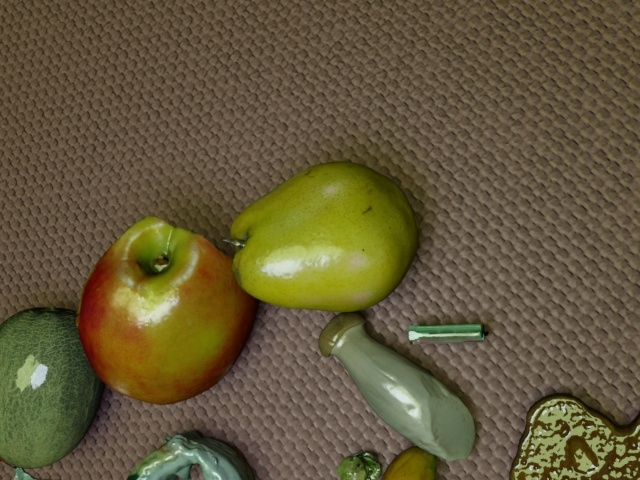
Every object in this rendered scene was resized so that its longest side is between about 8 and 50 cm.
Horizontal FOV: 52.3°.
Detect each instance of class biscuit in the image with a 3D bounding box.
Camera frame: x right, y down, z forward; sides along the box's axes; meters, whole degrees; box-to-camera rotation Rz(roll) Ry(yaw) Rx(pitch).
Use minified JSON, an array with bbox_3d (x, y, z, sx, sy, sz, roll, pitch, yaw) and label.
[{"bbox_3d":[0.485,0.443,1.120,0.359,0.074,0.380,-25,78,12],"label":"biscuit"}]

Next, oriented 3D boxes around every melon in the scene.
[{"bbox_3d":[-0.563,0.292,1.321,0.249,0.248,0.328,12,93,16],"label":"melon"}]

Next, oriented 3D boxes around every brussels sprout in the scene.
[{"bbox_3d":[0.075,0.438,1.240,0.085,0.058,0.085,0,77,-1],"label":"brussels sprout"}]

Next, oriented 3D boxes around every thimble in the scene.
[{"bbox_3d":[-0.253,0.514,1.247,0.255,0.167,0.287,-3,77,3],"label":"thimble"}]

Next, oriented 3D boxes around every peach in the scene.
[{"bbox_3d":[-0.273,0.166,1.232,0.243,0.380,0.306,31,67,16],"label":"peach"}]

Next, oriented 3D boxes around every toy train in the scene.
[{"bbox_3d":[0.236,0.174,1.211,0.148,0.071,0.038,-4,84,14],"label":"toy train"}]

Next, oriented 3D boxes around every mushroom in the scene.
[{"bbox_3d":[0.141,0.268,1.204,0.350,0.128,0.128,43,96,18],"label":"mushroom"}]

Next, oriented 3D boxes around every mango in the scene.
[{"bbox_3d":[0.157,0.459,1.193,0.115,0.089,0.164,-9,71,44],"label":"mango"}]

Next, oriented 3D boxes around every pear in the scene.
[{"bbox_3d":[0.011,-0.001,1.160,0.285,0.336,0.284,10,106,39],"label":"pear"}]

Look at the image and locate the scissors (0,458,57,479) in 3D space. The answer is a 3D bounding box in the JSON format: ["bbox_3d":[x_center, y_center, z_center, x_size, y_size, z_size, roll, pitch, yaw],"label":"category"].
[{"bbox_3d":[-0.636,0.538,1.437,0.248,0.017,0.144,14,89,14],"label":"scissors"}]
